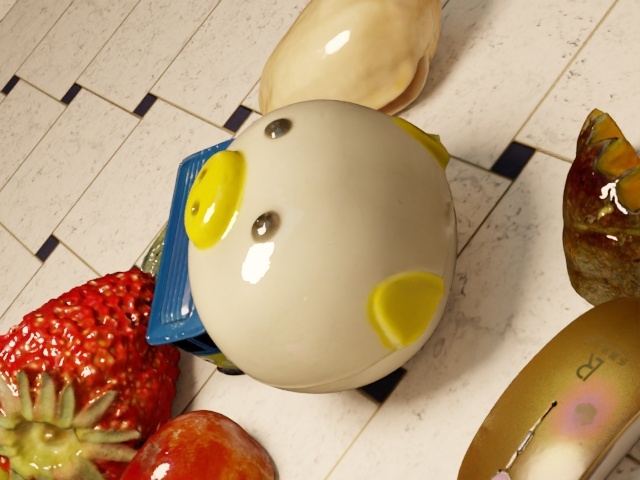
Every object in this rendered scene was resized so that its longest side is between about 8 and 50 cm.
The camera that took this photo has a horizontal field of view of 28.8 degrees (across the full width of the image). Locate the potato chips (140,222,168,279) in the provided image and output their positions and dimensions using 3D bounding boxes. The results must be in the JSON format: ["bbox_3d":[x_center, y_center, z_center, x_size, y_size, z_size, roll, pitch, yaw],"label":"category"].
[{"bbox_3d":[-0.254,0.034,2.010,0.092,0.028,0.207,2,57,50],"label":"potato chips"}]

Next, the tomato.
[{"bbox_3d":[-0.174,0.302,1.567,0.200,0.139,0.233,-44,34,-4],"label":"tomato"}]

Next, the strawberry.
[{"bbox_3d":[-0.338,0.193,1.772,0.292,0.292,0.343,-34,17,21],"label":"strawberry"}]

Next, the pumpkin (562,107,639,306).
[{"bbox_3d":[0.303,-0.031,1.369,0.149,0.130,0.254,-37,38,16],"label":"pumpkin"}]

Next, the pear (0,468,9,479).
[{"bbox_3d":[-0.495,0.390,1.791,0.200,0.200,0.200,-29,39,27],"label":"pear"}]

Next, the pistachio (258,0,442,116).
[{"bbox_3d":[0.041,-0.272,1.817,0.318,0.193,0.214,-35,71,23],"label":"pistachio"}]

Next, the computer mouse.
[{"bbox_3d":[0.255,0.185,1.269,0.310,0.072,0.158,-50,33,0],"label":"computer mouse"}]

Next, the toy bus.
[{"bbox_3d":[-0.121,0.026,1.720,0.138,0.175,0.287,-16,57,42],"label":"toy bus"}]

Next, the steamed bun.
[{"bbox_3d":[0.004,0.003,1.510,0.334,0.334,0.374,-22,48,33],"label":"steamed bun"}]
